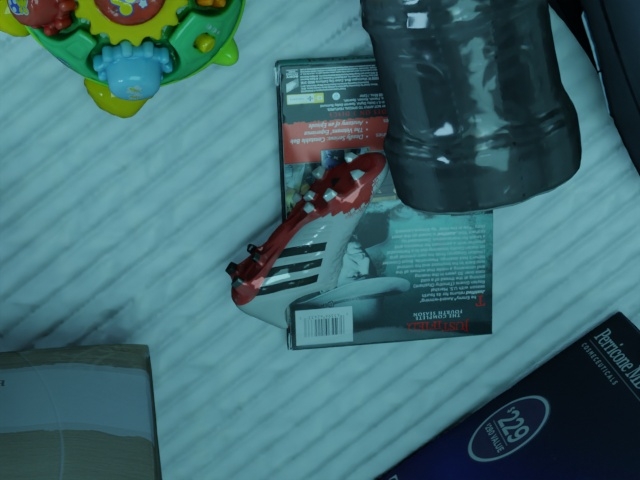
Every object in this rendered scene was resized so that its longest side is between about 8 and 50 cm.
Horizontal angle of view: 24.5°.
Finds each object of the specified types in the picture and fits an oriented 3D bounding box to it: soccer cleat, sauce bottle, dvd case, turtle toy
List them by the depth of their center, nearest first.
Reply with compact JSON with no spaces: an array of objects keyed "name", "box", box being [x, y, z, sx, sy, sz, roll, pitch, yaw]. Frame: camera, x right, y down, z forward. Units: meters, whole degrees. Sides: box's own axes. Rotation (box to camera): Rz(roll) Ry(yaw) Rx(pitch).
[{"name":"sauce bottle","box":[0.025,-0.179,0.487,0.111,0.111,0.344,-16,111,-3]},{"name":"turtle toy","box":[-0.080,-0.102,0.517,0.130,0.066,0.095,37,99,-17]},{"name":"soccer cleat","box":[0.000,0.000,0.570,0.083,0.029,0.035,-45,117,11]},{"name":"dvd case","box":[0.027,-0.015,0.590,0.087,0.013,0.119,-5,108,-7]}]

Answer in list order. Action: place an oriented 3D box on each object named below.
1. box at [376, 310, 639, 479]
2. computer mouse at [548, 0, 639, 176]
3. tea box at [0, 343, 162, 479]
[{"name":"box","box":[0.099,0.155,0.524,0.184,0.261,0.103,-33,109,3]},{"name":"computer mouse","box":[0.190,-0.081,0.567,0.184,0.060,0.262,-24,110,1]},{"name":"tea box","box":[-0.205,0.227,0.487,0.329,0.220,0.323,-3,109,-7]}]
